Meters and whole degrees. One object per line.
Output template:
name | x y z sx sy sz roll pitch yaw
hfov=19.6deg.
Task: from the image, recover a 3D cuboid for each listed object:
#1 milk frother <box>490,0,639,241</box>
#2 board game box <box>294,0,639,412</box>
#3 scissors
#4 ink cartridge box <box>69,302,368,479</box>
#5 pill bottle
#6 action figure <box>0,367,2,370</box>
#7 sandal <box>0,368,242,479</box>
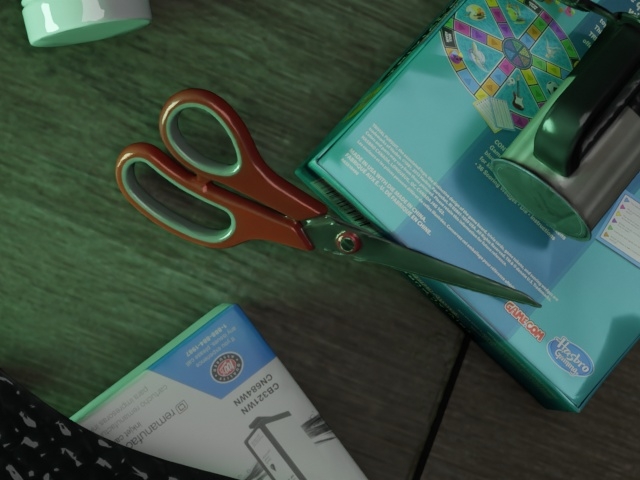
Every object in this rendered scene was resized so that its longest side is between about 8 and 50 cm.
milk frother | 0.158 -0.100 1.234 0.143 0.129 0.135 33 77 36
board game box | 0.188 -0.086 1.318 0.254 0.079 0.336 43 80 -6
scissors | 0.000 0.000 1.257 0.297 0.021 0.109 31 119 0
ink cartridge box | -0.059 0.165 1.250 0.148 0.086 0.203 -38 94 -11
pill bottle | -0.170 -0.229 1.232 0.112 0.112 0.186 -12 89 -12
action figure | -0.253 0.221 1.186 0.091 0.139 0.280 3 89 -11
sandal | -0.192 0.171 1.133 0.446 0.107 0.167 27 65 -12
